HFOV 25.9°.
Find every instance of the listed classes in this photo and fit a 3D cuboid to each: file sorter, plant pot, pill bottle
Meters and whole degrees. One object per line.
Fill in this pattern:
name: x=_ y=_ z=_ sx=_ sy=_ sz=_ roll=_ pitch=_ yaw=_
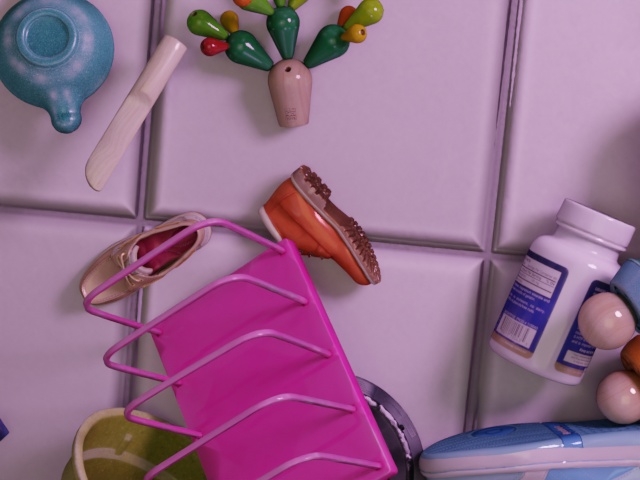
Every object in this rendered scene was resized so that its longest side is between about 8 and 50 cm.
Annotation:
file sorter: x=-0.096 y=0.153 z=1.448 sx=0.202 sy=0.182 sz=0.290 roll=-33 pitch=64 yaw=18
plant pot: x=-0.229 y=0.371 z=1.533 sx=0.276 sy=0.276 sz=0.254 roll=41 pitch=107 yaw=-2
pill bottle: x=0.271 y=0.055 z=1.535 sx=0.112 sy=0.112 sz=0.186 roll=23 pitch=97 yaw=0

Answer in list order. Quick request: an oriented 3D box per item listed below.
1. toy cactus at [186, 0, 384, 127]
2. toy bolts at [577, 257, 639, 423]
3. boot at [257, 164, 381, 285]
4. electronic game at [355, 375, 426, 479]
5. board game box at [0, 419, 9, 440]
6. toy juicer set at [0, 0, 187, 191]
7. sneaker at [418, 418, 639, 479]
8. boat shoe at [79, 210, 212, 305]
toy cactus: x=-0.033 y=-0.214 z=1.533 sx=0.219 sy=0.112 sz=0.180 roll=-7 pitch=106 yaw=-5
toy bolts: x=0.371 y=0.123 z=1.457 sx=0.158 sy=0.218 sz=0.228 roll=-30 pitch=120 yaw=-5
boot: x=0.000 y=0.000 z=1.573 sx=0.085 sy=0.059 sz=0.158 roll=-39 pitch=92 yaw=17
electronic game: x=0.009 y=0.260 z=1.566 sx=0.229 sy=0.048 sz=0.229 roll=3 pitch=75 yaw=-13
board game box: x=-0.510 y=0.222 z=1.619 sx=0.243 sy=0.042 sz=0.165 roll=-31 pitch=94 yaw=5
toy juicer set: x=-0.267 y=-0.235 z=1.544 sx=0.209 sy=0.089 sz=0.329 roll=-39 pitch=85 yaw=-7
sneaker: x=0.274 y=0.311 z=1.557 sx=0.319 sy=0.127 sz=0.208 roll=-4 pitch=95 yaw=3
boat shoe: x=-0.203 y=0.021 z=1.576 sx=0.170 sy=0.059 sz=0.063 roll=-33 pitch=94 yaw=5
